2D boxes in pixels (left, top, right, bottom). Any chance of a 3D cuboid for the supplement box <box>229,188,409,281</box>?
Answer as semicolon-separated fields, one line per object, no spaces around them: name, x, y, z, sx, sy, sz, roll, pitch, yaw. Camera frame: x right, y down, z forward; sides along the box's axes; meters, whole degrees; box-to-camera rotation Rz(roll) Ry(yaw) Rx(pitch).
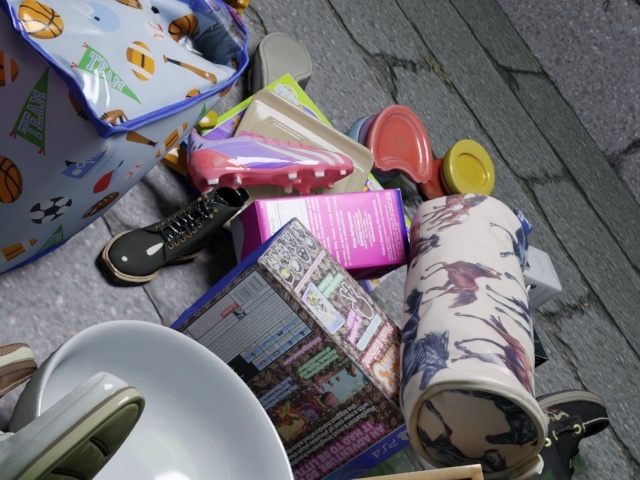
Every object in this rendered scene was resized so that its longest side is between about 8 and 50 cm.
supplement box;0.000;0.000;1.609;0.220;0.111;0.114;-4;78;-24

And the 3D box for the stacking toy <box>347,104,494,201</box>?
stacking toy;0.165;-0.085;2.178;0.309;0.130;0.280;26;64;-31

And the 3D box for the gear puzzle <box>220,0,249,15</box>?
gear puzzle;-0.181;-0.250;1.610;0.044;0.339;0.175;28;36;-24

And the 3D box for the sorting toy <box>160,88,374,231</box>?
sorting toy;-0.087;-0.105;1.695;0.307;0.041;0.229;30;62;-13

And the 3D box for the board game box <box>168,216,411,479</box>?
board game box;-0.030;0.162;1.465;0.291;0.232;0.141;48;30;-6

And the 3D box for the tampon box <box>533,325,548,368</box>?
tampon box;0.263;0.183;1.904;0.120;0.161;0.101;20;41;-43

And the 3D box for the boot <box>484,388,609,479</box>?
boot;0.385;0.393;1.858;0.377;0.138;0.284;3;53;-47

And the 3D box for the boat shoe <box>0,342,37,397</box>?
boat shoe;-0.375;0.180;1.142;0.257;0.095;0.095;-23;89;-53

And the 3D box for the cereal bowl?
cereal bowl;-0.191;0.260;1.232;0.339;0.141;0.339;33;34;-26

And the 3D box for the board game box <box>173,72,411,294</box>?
board game box;-0.032;-0.057;1.769;0.233;0.078;0.347;-39;89;-35

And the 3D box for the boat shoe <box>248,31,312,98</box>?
boat shoe;-0.084;-0.257;2.019;0.112;0.095;0.335;28;31;-17

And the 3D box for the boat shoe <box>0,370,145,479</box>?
boat shoe;-0.293;0.212;1.016;0.103;0.302;0.113;45;-7;21

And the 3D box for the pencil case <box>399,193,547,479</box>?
pencil case;0.191;0.110;1.432;0.183;0.160;0.410;27;34;-13

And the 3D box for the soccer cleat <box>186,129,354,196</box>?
soccer cleat;-0.069;-0.116;1.639;0.248;0.083;0.095;-6;70;-24

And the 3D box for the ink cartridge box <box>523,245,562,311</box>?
ink cartridge box;0.296;0.069;2.077;0.219;0.160;0.093;20;42;-40

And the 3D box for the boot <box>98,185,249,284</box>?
boot;-0.193;-0.018;1.540;0.077;0.137;0.198;53;31;4

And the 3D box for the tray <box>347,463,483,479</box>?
tray;0.099;0.456;1.224;0.076;0.202;0.411;78;5;-75

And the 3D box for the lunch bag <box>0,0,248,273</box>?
lunch bag;-0.289;-0.151;1.377;0.239;0.328;0.385;54;32;3
